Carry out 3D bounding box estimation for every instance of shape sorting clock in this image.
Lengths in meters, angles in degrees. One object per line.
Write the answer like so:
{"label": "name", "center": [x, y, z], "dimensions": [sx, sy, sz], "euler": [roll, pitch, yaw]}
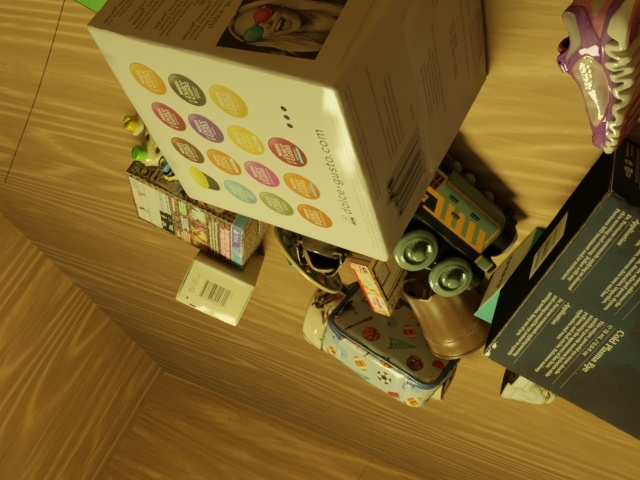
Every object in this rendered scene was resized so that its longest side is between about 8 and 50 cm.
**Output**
{"label": "shape sorting clock", "center": [-0.025, 0.035, 1.836], "dimensions": [0.206, 0.040, 0.206], "euler": [40, -166, -13]}

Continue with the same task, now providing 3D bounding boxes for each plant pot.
{"label": "plant pot", "center": [0.260, 0.131, 1.700], "dimensions": [0.167, 0.167, 0.165], "euler": [3, 138, 46]}

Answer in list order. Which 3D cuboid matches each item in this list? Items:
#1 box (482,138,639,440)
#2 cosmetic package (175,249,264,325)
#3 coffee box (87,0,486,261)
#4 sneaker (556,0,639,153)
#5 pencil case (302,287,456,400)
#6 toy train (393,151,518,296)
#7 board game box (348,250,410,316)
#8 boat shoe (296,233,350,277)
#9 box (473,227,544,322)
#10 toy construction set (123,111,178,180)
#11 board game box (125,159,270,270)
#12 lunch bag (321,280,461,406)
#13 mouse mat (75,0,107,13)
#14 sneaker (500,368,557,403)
{"label": "box", "center": [0.462, 0.085, 1.181], "dimensions": [0.313, 0.179, 0.343], "euler": [30, 128, 3]}
{"label": "cosmetic package", "center": [-0.239, 0.088, 2.019], "dimensions": [0.160, 0.113, 0.309], "euler": [25, -168, -6]}
{"label": "coffee box", "center": [-0.014, -0.234, 1.048], "dimensions": [0.334, 0.338, 0.337], "euler": [19, 154, 25]}
{"label": "sneaker", "center": [0.344, -0.210, 1.011], "dimensions": [0.105, 0.095, 0.236], "euler": [23, 151, 32]}
{"label": "pencil case", "center": [0.146, 0.236, 2.029], "dimensions": [0.410, 0.183, 0.160], "euler": [21, -177, 21]}
{"label": "toy train", "center": [0.188, -0.047, 1.391], "dimensions": [0.334, 0.190, 0.142], "euler": [36, -163, -24]}
{"label": "board game box", "center": [0.133, 0.043, 1.670], "dimensions": [0.045, 0.146, 0.193], "euler": [15, 152, 30]}
{"label": "boat shoe", "center": [0.000, 0.000, 1.680], "dimensions": [0.132, 0.130, 0.355], "euler": [21, 172, 9]}
{"label": "box", "center": [0.366, 0.075, 1.528], "dimensions": [0.060, 0.100, 0.244], "euler": [27, 157, 3]}
{"label": "toy construction set", "center": [-0.257, -0.233, 1.548], "dimensions": [0.151, 0.215, 0.328], "euler": [-1, 164, -29]}
{"label": "board game box", "center": [-0.268, -0.091, 1.861], "dimensions": [0.291, 0.141, 0.232], "euler": [27, 156, 6]}
{"label": "lunch bag", "center": [0.166, 0.209, 1.837], "dimensions": [0.303, 0.243, 0.115], "euler": [35, 140, 16]}
{"label": "mouse mat", "center": [-0.421, -0.463, 1.466], "dimensions": [0.190, 0.007, 0.152], "euler": [28, 156, 0]}
{"label": "sneaker", "center": [0.492, 0.306, 1.865], "dimensions": [0.123, 0.105, 0.290], "euler": [15, 161, 9]}
